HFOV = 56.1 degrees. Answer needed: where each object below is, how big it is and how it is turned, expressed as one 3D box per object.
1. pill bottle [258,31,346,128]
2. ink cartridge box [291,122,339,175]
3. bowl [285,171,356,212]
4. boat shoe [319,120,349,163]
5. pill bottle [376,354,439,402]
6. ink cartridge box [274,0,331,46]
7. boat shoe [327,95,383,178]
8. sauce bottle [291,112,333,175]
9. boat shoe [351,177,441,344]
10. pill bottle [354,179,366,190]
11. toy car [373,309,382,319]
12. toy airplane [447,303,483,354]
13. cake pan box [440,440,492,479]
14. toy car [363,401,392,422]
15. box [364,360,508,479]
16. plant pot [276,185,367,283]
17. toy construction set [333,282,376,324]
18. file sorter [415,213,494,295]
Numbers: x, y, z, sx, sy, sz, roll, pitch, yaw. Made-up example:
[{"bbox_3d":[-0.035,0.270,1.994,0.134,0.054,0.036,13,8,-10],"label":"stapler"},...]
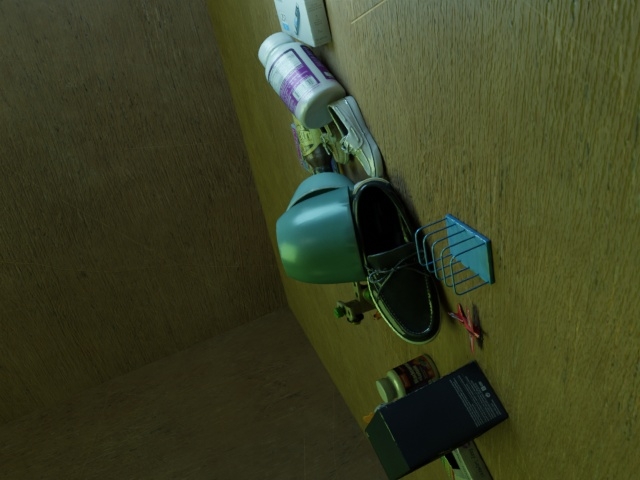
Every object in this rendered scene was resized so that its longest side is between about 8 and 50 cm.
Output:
[{"bbox_3d":[-0.066,-0.503,1.867,0.301,0.169,0.169,55,163,23],"label":"pill bottle"},{"bbox_3d":[-0.020,-0.330,2.285,0.311,0.065,0.185,44,152,56],"label":"ink cartridge box"},{"bbox_3d":[0.027,-0.108,2.030,0.163,0.312,0.311,-95,-3,-46],"label":"bowl"},{"bbox_3d":[0.015,-0.379,1.988,0.104,0.089,0.285,157,92,-77],"label":"boat shoe"},{"bbox_3d":[0.289,0.467,2.011,0.108,0.194,0.108,158,90,-77],"label":"pill bottle"},{"bbox_3d":[-0.073,-0.744,1.813,0.296,0.066,0.261,-131,22,-55],"label":"ink cartridge box"},{"bbox_3d":[0.100,-0.297,1.776,0.096,0.088,0.267,147,101,-77],"label":"boat shoe"},{"bbox_3d":[-0.018,-0.346,2.081,0.111,0.111,0.344,-167,60,-75],"label":"sauce bottle"},{"bbox_3d":[0.206,0.058,1.692,0.156,0.187,0.500,10,-118,-82],"label":"boat shoe"},{"bbox_3d":[0.155,-0.097,1.866,0.094,0.094,0.169,-135,26,-60],"label":"pill bottle"},{"bbox_3d":[0.224,0.262,2.265,0.041,0.060,0.122,25,155,23],"label":"toy car"},{"bbox_3d":[0.388,0.223,1.585,0.151,0.028,0.151,160,90,-77],"label":"toy airplane"},{"bbox_3d":[0.484,0.767,1.994,0.245,0.070,0.266,113,135,-69],"label":"cake pan box"},{"bbox_3d":[0.268,0.609,2.108,0.210,0.238,0.219,81,-179,-45],"label":"toy car"},{"bbox_3d":[0.318,0.533,1.735,0.343,0.313,0.179,93,152,-63],"label":"box"},{"bbox_3d":[0.000,0.000,1.823,0.293,0.235,0.292,-11,-90,-83],"label":"plant pot"},{"bbox_3d":[0.126,0.141,2.050,0.309,0.237,0.257,-127,20,-50],"label":"toy construction set"},{"bbox_3d":[0.312,0.034,1.417,0.170,0.105,0.118,-132,25,-58],"label":"file sorter"}]
